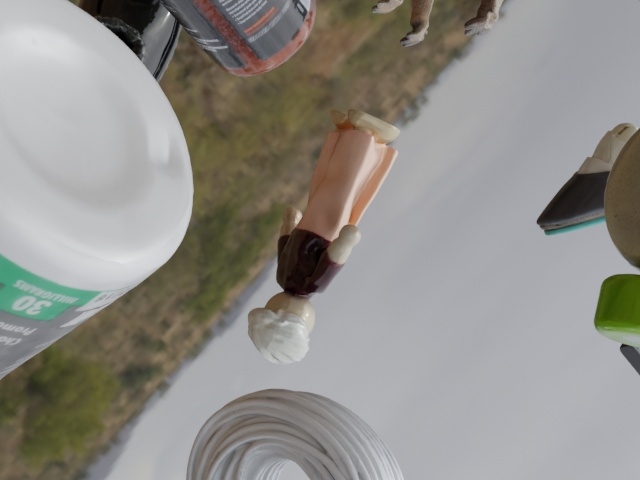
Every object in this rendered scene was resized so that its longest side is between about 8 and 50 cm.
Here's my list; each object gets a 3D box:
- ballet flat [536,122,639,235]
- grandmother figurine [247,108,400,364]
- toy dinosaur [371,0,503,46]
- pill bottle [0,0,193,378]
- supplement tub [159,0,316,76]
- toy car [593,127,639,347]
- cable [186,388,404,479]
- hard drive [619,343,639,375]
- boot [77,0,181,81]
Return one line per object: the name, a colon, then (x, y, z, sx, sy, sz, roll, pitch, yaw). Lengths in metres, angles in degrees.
ballet flat: (0.252, -0.059, 0.952, 0.203, 0.074, 0.074, -14, 180, -3)
grandmother figurine: (0.000, 0.000, 1.683, 0.342, 0.104, 0.208, -67, -166, -4)
toy dinosaur: (0.093, -0.280, 1.073, 0.295, 0.200, 0.127, -12, 171, -17)
pill bottle: (-0.269, 0.011, 0.829, 0.361, 0.204, 0.204, -33, -171, 33)
supplement tub: (-0.089, -0.225, 1.020, 0.106, 0.106, 0.198, -48, 139, -4)
toy car: (0.255, -0.003, 0.659, 0.149, 0.188, 0.155, -2, -110, 56)
cable: (-0.027, 0.284, 1.382, 0.257, 0.257, 0.089, -35, 163, 33)
hard drive: (0.354, 0.089, 1.267, 0.022, 0.094, 0.135, -18, -152, 54)
boot: (-0.247, -0.230, 1.499, 0.260, 0.131, 0.348, 119, -14, -78)
